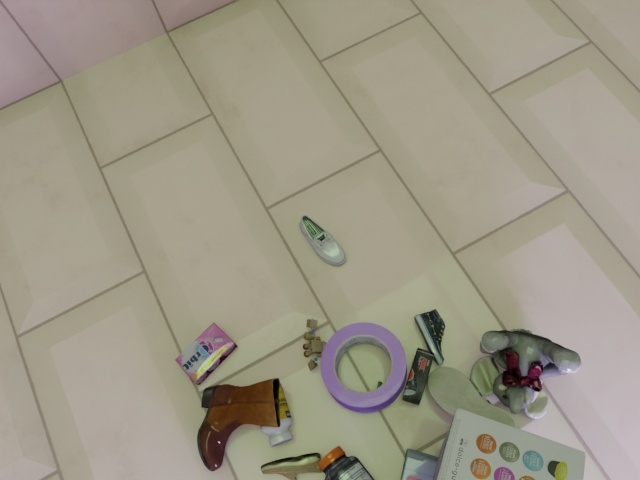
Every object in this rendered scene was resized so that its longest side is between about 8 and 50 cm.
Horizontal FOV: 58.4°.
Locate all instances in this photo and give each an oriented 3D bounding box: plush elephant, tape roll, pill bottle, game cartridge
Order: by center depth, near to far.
[{"bbox_3d":[0.099,0.738,1.705,0.130,0.130,0.246,-37,65,-11],"label":"pill bottle"},{"bbox_3d":[0.322,0.797,1.710,0.196,0.060,0.294,14,69,6],"label":"game cartridge"},{"bbox_3d":[0.606,0.413,1.750,0.271,0.330,0.255,12,92,14],"label":"plush elephant"},{"bbox_3d":[-0.150,0.551,1.820,0.103,0.103,0.184,-19,67,-4],"label":"pill bottle"},{"bbox_3d":[0.141,0.408,1.848,0.274,0.090,0.275,-5,62,9],"label":"tape roll"}]

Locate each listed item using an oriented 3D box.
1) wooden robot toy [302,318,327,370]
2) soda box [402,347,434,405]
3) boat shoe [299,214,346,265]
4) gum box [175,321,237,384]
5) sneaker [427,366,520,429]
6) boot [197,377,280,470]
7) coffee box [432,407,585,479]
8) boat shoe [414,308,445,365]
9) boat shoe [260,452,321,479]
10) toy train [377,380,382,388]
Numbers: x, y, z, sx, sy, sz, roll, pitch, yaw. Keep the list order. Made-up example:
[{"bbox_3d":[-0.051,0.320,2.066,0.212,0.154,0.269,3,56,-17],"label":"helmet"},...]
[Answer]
[{"bbox_3d":[-0.010,0.352,1.926,0.079,0.076,0.173,8,63,-31],"label":"wooden robot toy"},{"bbox_3d":[0.312,0.434,1.827,0.060,0.053,0.169,16,92,11],"label":"soda box"},{"bbox_3d":[0.000,0.000,2.052,0.083,0.076,0.226,-44,71,-13],"label":"boat shoe"},{"bbox_3d":[-0.387,0.384,1.930,0.107,0.062,0.188,41,76,19],"label":"gum box"},{"bbox_3d":[0.468,0.530,1.760,0.131,0.148,0.350,-40,39,-8],"label":"sneaker"},{"bbox_3d":[-0.238,0.571,1.771,0.280,0.096,0.264,-11,61,26],"label":"boot"},{"bbox_3d":[0.456,0.700,1.495,0.334,0.338,0.338,17,56,15],"label":"coffee box"},{"bbox_3d":[0.385,0.317,1.895,0.083,0.065,0.183,-21,66,-3],"label":"boat shoe"},{"bbox_3d":[-0.089,0.711,1.772,0.190,0.068,0.072,-10,79,0],"label":"boat shoe"},{"bbox_3d":[0.186,0.497,1.859,0.017,0.024,0.083,13,69,10],"label":"toy train"}]
